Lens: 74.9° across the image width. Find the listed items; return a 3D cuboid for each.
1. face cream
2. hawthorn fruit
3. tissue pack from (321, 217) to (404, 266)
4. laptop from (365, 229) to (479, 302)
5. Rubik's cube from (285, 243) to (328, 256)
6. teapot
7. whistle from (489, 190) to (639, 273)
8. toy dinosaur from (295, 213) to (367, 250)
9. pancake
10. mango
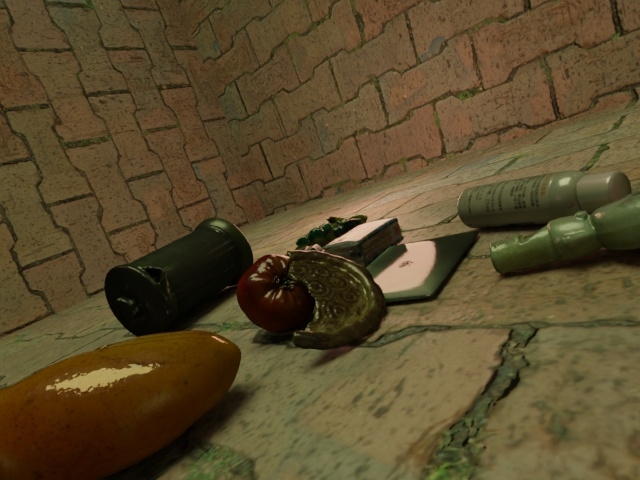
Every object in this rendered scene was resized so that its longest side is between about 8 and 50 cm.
[{"bbox_3d":[0.350,-0.065,0.683,0.082,0.082,0.269,-26,11,-25],"label":"face cream"},{"bbox_3d":[-0.069,0.081,0.661,0.125,0.125,0.140,-23,3,-8],"label":"hawthorn fruit"},{"bbox_3d":[0.090,0.009,0.893,0.115,0.065,0.155,-9,14,45],"label":"tissue pack"},{"bbox_3d":[0.147,0.045,0.706,0.188,0.015,0.269,-14,12,37],"label":"laptop"},{"bbox_3d":[-0.020,0.060,0.756,0.093,0.111,0.111,-46,6,9],"label":"Rubik's cube"},{"bbox_3d":[-0.355,0.105,1.022,0.270,0.200,0.337,-44,-3,33],"label":"teapot"},{"bbox_3d":[0.330,-0.011,0.481,0.258,0.067,0.126,-20,-5,32],"label":"whistle"},{"bbox_3d":[0.000,0.000,1.101,0.259,0.094,0.153,-24,6,39],"label":"toy dinosaur"},{"bbox_3d":[0.001,0.069,0.574,0.184,0.020,0.190,-23,44,-38],"label":"pancake"},{"bbox_3d":[-0.207,0.171,0.452,0.252,0.126,0.154,-17,-4,-21],"label":"mango"}]
